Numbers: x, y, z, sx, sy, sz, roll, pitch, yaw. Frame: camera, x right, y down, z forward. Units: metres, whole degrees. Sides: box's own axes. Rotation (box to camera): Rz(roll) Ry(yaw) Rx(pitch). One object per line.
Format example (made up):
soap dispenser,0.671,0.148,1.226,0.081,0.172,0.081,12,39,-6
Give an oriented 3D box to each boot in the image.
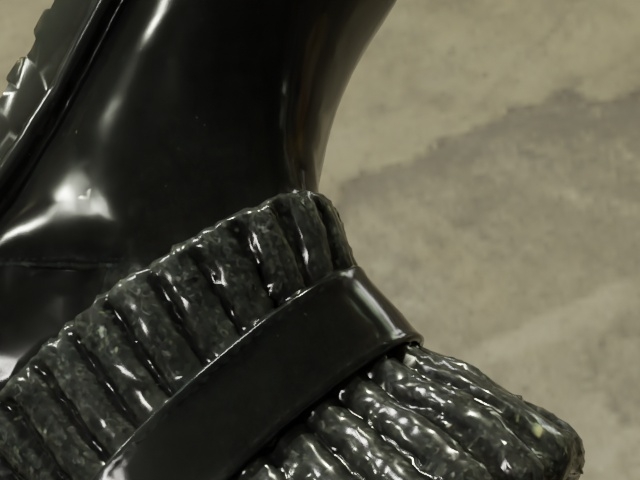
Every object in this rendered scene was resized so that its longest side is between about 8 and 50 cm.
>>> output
boot,0.001,0.002,0.670,0.260,0.131,0.348,31,84,30
